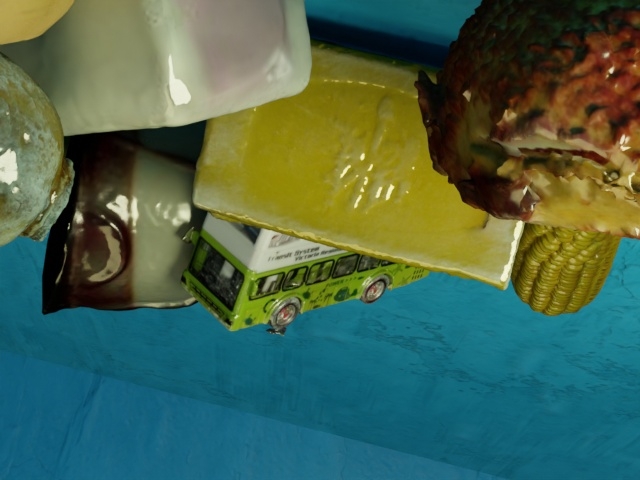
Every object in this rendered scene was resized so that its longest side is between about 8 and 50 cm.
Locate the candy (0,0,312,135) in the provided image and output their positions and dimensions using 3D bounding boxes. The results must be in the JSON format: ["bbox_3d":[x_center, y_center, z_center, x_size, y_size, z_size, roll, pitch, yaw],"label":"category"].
[{"bbox_3d":[-0.191,-0.171,1.330,0.359,0.145,0.208,-1,-168,40],"label":"candy"}]

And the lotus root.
[{"bbox_3d":[-0.347,-0.097,1.170,0.350,0.175,0.175,19,163,-26],"label":"lotus root"}]

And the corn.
[{"bbox_3d":[0.268,-0.010,1.640,0.120,0.120,0.363,13,159,6],"label":"corn"}]

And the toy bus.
[{"bbox_3d":[0.000,0.000,1.638,0.302,0.139,0.113,-13,-138,-43],"label":"toy bus"}]

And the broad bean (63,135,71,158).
[{"bbox_3d":[-0.278,-0.071,1.857,0.318,0.098,0.056,25,-158,17],"label":"broad bean"}]

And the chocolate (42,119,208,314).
[{"bbox_3d":[-0.193,-0.037,1.688,0.186,0.283,0.283,13,163,-13],"label":"chocolate"}]

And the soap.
[{"bbox_3d":[0.047,-0.082,1.438,0.315,0.199,0.091,15,-176,1],"label":"soap"}]

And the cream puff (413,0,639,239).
[{"bbox_3d":[0.241,-0.112,1.153,0.351,0.228,0.350,5,-175,0],"label":"cream puff"}]

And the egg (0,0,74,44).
[{"bbox_3d":[-0.255,-0.268,1.104,0.201,0.201,0.244,12,127,8],"label":"egg"}]
